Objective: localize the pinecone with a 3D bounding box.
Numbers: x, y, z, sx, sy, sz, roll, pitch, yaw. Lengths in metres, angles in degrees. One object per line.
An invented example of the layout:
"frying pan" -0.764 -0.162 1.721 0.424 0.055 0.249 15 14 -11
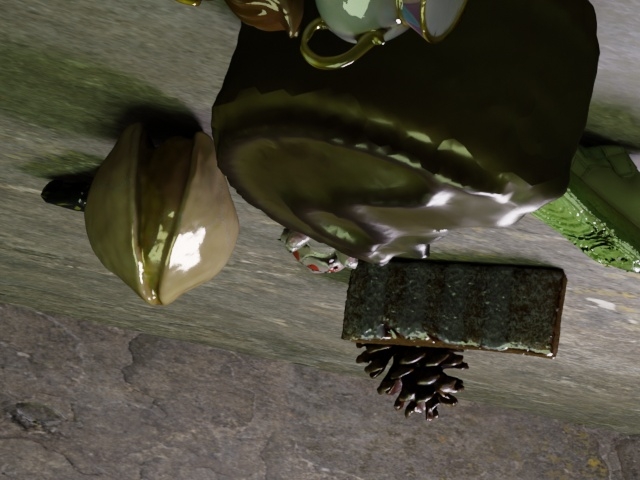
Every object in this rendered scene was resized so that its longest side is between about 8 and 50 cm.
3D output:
"pinecone" 0.192 0.222 2.386 0.244 0.309 0.244 -19 -174 2

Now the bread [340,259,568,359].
"bread" 0.251 0.128 2.188 0.416 0.165 0.113 2 170 20

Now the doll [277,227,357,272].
"doll" 0.000 0.000 1.978 0.149 0.095 0.192 15 167 -1

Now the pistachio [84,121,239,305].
"pistachio" -0.231 -0.039 1.683 0.229 0.238 0.321 4 146 -6

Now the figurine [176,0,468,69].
"figurine" -0.013 -0.238 0.916 0.263 0.190 0.142 20 167 21

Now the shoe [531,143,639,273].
"shoe" 0.338 -0.061 1.499 0.262 0.128 0.140 41 148 -9

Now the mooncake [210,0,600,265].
"mooncake" 0.085 -0.119 1.208 0.393 0.246 0.394 10 163 19

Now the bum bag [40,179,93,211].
"bum bag" -0.375 -0.080 1.952 0.106 0.060 0.232 10 170 -43
